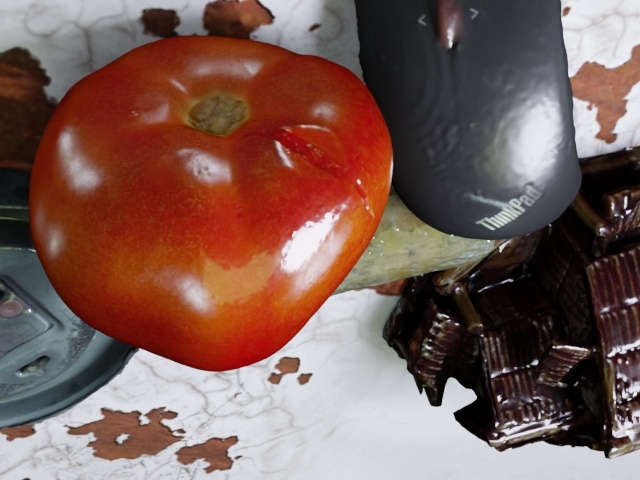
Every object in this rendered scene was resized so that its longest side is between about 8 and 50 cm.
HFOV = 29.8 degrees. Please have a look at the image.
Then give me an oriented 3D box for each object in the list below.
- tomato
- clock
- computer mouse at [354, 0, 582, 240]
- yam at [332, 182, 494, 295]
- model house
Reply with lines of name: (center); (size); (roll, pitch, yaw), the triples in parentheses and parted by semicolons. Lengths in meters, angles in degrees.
tomato: (-0.087, -0.029, 0.968); (0.298, 0.299, 0.226); (-14, 137, -11)
clock: (-0.313, 0.062, 1.117); (0.312, 0.061, 0.313); (-13, 138, -12)
computer mouse: (0.124, -0.117, 0.998); (0.170, 0.100, 0.269); (-7, 107, 14)
yam: (0.000, 0.000, 1.147); (0.330, 0.133, 0.133); (-18, 139, -2)
model house: (0.262, 0.096, 1.248); (0.317, 0.283, 0.297); (-11, 138, -14)
